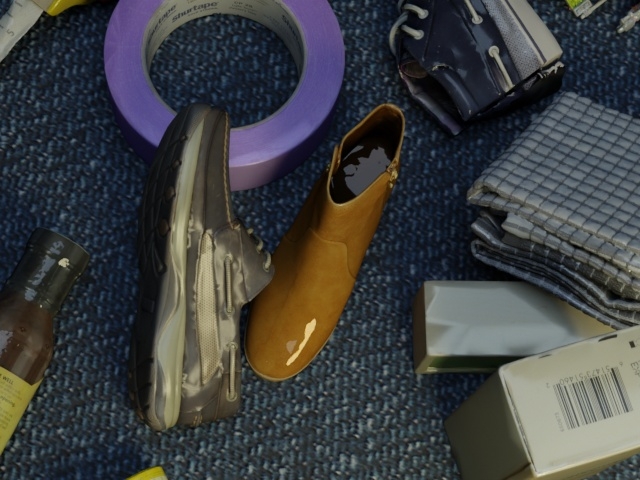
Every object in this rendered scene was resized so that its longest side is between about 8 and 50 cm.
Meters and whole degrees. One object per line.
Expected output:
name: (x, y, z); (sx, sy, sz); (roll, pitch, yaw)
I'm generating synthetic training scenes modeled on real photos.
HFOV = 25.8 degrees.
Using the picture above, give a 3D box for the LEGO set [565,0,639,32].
LEGO set: (0.375, -0.282, 1.686); (0.107, 0.132, 0.287); (-38, 103, 3)

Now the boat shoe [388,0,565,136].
boat shoe: (0.131, -0.282, 1.648); (0.158, 0.127, 0.340); (-33, 79, -21)

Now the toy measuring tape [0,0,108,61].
toy measuring tape: (-0.313, -0.287, 1.648); (0.121, 0.121, 0.330); (40, 97, 7)

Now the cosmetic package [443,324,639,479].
cosmetic package: (0.237, 0.187, 1.423); (0.160, 0.309, 0.113); (-15, 74, -8)

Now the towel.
towel: (0.322, -0.020, 1.520); (0.284, 0.121, 0.235); (25, 44, 21)

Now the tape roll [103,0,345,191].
tape roll: (-0.112, -0.200, 1.626); (0.275, 0.090, 0.274); (2, 73, -5)

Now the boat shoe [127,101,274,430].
boat shoe: (-0.126, 0.029, 1.519); (0.130, 0.132, 0.355); (5, 97, -23)

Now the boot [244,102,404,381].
boot: (0.001, 0.000, 1.510); (0.104, 0.211, 0.295); (26, 73, 4)

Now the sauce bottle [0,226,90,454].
sauce bottle: (-0.356, 0.148, 1.488); (0.111, 0.111, 0.344); (28, 74, 4)

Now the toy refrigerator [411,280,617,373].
toy refrigerator: (0.242, 0.103, 1.557); (0.270, 0.102, 0.094); (0, 73, -5)

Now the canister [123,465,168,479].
canister: (-0.183, 0.338, 1.465); (0.126, 0.073, 0.170); (-25, 75, -12)
